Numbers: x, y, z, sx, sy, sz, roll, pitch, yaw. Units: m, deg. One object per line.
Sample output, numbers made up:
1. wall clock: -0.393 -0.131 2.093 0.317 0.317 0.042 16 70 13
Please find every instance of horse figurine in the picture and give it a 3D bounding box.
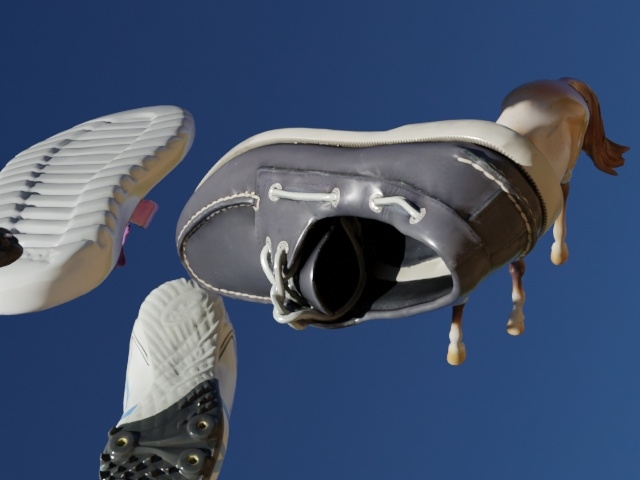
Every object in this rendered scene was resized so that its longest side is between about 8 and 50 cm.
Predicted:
1. horse figurine: 0.141 -0.036 1.201 0.263 0.066 0.174 -51 -31 -46

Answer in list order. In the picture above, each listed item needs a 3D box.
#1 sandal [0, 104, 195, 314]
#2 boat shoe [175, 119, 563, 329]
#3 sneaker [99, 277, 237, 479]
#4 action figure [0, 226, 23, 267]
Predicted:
1. sandal: -0.216 -0.016 1.592 0.416 0.169 0.102 -64 -34 -64
2. boat shoe: 0.000 0.000 0.704 0.065 0.206 0.075 -49 -64 -35
3. sneaker: -0.096 0.124 1.204 0.237 0.085 0.086 -84 -13 -52
4. action figure: -0.289 -0.085 1.017 0.164 0.141 0.276 -41 -71 -52
